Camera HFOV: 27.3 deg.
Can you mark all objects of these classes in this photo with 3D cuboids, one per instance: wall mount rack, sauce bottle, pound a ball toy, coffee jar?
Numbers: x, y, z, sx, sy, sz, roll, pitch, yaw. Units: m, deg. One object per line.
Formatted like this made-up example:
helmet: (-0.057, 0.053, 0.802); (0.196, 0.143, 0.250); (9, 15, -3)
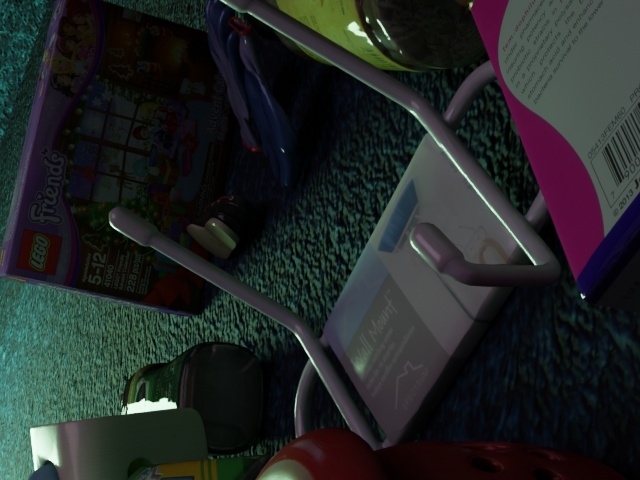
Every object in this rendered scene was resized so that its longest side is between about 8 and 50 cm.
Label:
wall mount rack: (0.000, 0.000, 0.857); (0.304, 0.131, 0.350); (55, 130, 39)
sauce bottle: (0.022, -0.185, 1.001); (0.344, 0.111, 0.111); (18, 94, 66)
pound a ball toy: (-0.177, 0.305, 1.069); (0.208, 0.136, 0.319); (-18, 77, 59)
coffee jar: (-0.119, 0.149, 1.176); (0.184, 0.079, 0.096); (-25, 60, 61)

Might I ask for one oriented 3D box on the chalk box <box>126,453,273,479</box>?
chalk box: (-0.090, 0.262, 0.834); (0.179, 0.180, 0.289); (-46, 10, -27)

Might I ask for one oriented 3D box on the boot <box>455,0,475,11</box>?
boot: (0.111, -0.213, 0.748); (0.073, 0.152, 0.197); (-41, -10, -44)

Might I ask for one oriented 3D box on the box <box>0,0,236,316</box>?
box: (-0.197, -0.084, 1.338); (0.057, 0.201, 0.293); (-11, 68, 66)

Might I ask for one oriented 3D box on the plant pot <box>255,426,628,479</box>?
plant pot: (0.050, 0.189, 0.643); (0.191, 0.174, 0.191); (-169, 90, -68)

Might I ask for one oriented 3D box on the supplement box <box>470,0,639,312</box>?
supplement box: (0.162, -0.076, 0.609); (0.111, 0.114, 0.220); (-59, 29, 37)

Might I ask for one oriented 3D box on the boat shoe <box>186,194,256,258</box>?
boat shoe: (-0.094, -0.013, 1.266); (0.042, 0.049, 0.133); (-53, 9, -17)

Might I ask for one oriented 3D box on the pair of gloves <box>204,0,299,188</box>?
pair of gloves: (-0.061, -0.135, 1.184); (0.198, 0.023, 0.159); (-135, 26, -62)
